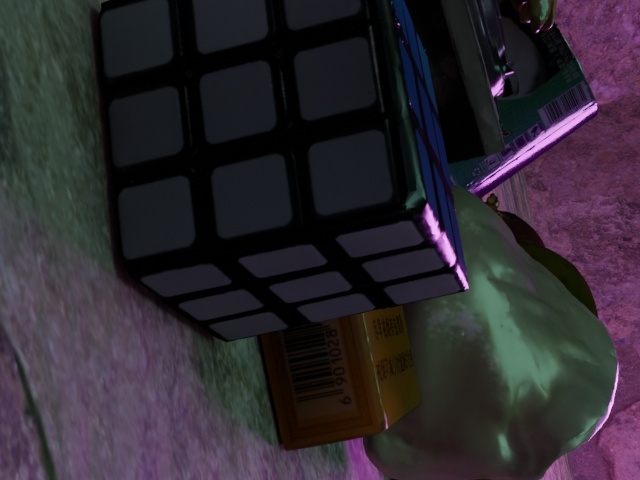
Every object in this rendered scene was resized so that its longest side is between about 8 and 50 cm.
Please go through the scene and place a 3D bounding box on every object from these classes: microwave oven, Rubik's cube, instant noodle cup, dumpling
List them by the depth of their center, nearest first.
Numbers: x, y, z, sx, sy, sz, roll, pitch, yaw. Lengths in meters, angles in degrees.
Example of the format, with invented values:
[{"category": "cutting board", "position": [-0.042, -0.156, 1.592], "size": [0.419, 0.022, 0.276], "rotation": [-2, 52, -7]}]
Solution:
[{"category": "Rubik's cube", "position": [-0.016, -0.049, 0.804], "size": [0.162, 0.163, 0.160], "rotation": [44, 35, -66]}, {"category": "dumpling", "position": [0.141, 0.062, 1.242], "size": [0.187, 0.243, 0.318], "rotation": [97, 6, -46]}, {"category": "microwave oven", "position": [0.059, -0.237, 1.301], "size": [0.237, 0.181, 0.295], "rotation": [-87, 161, -49]}, {"category": "instant noodle cup", "position": [0.187, -0.179, 1.652], "size": [0.251, 0.190, 0.251], "rotation": [59, 6, -10]}]

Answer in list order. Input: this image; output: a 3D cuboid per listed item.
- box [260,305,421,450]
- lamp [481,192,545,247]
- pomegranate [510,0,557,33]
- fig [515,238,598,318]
[{"category": "box", "position": [0.000, 0.000, 1.036], "size": [0.174, 0.076, 0.274], "rotation": [4, 74, -79]}, {"category": "lamp", "position": [0.212, 0.041, 1.861], "size": [0.135, 0.156, 0.157], "rotation": [-19, 60, -42]}, {"category": "pomegranate", "position": [0.216, -0.331, 1.381], "size": [0.211, 0.211, 0.263], "rotation": [-51, 157, -75]}, {"category": "fig", "position": [0.185, 0.105, 1.452], "size": [0.225, 0.203, 0.203], "rotation": [-97, 171, -70]}]
